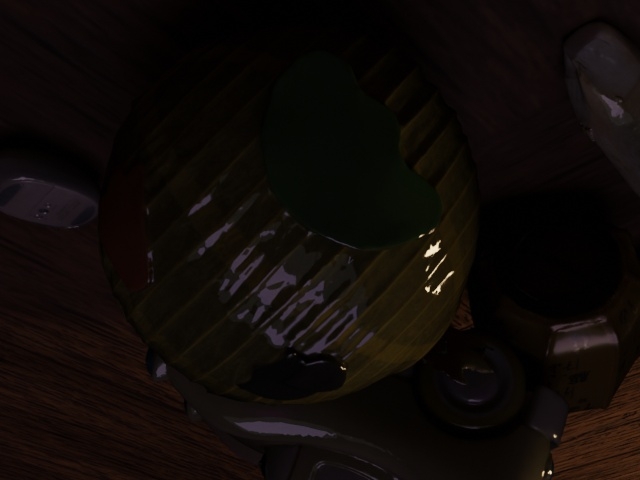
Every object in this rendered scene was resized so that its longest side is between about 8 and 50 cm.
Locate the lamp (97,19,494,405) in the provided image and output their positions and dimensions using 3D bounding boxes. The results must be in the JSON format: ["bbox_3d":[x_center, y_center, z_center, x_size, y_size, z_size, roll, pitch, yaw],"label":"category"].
[{"bbox_3d":[0.000,0.000,0.541,0.284,0.250,0.250,41,132,-7],"label":"lamp"}]

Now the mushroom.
[{"bbox_3d":[0.248,-0.081,0.624,0.084,0.071,0.209,-34,131,27],"label":"mushroom"}]

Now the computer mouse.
[{"bbox_3d":[-0.218,-0.044,0.656,0.096,0.039,0.066,19,140,-40],"label":"computer mouse"}]

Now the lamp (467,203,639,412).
[{"bbox_3d":[0.211,0.067,0.751,0.161,0.161,0.185,-10,148,9],"label":"lamp"}]

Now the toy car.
[{"bbox_3d":[0.017,0.178,0.730,0.336,0.226,0.242,19,161,8],"label":"toy car"}]
